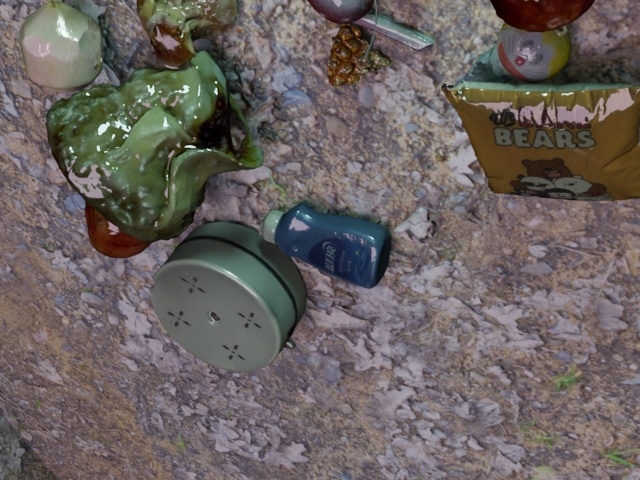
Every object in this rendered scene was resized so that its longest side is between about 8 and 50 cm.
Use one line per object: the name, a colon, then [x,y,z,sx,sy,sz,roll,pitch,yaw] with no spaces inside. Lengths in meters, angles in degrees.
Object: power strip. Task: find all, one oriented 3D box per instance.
power strip: [-0.201,0.139,2.046,0.357,0.161,0.357,15,132,18]

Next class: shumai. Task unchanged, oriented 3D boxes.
shumai: [-0.311,-0.216,1.754,0.348,0.395,0.395,-38,102,17]
shumai: [-0.270,-0.423,1.647,0.209,0.153,0.161,17,139,16]

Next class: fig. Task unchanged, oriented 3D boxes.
fig: [-0.438,-0.054,2.023,0.205,0.205,0.205,16,132,19]

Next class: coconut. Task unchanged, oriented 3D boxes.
coconut: [-0.523,-0.401,1.804,0.171,0.171,0.183,23,136,13]

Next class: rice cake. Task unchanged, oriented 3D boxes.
rice cake: [0.102,-0.375,1.541,0.207,0.033,0.033,26,125,9]

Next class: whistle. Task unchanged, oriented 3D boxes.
whistle: [0.314,-0.294,1.432,0.123,0.123,0.223,47,148,-11]

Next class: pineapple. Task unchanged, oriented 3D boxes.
pineapple: [0.067,-0.324,1.589,0.114,0.077,0.114,15,100,-6]

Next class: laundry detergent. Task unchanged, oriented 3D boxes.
laundry detergent: [0.000,0.000,1.860,0.290,0.094,0.143,17,136,18]

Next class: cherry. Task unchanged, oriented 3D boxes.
cherry: [0.023,-0.399,1.482,0.148,0.115,0.188,13,101,-6]

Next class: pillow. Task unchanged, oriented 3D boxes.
pillow: [0.385,-0.159,1.456,0.310,0.119,0.312,7,153,29]

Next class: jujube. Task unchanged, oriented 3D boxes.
jujube: [0.320,-0.421,1.269,0.183,0.183,0.243,13,129,22]
